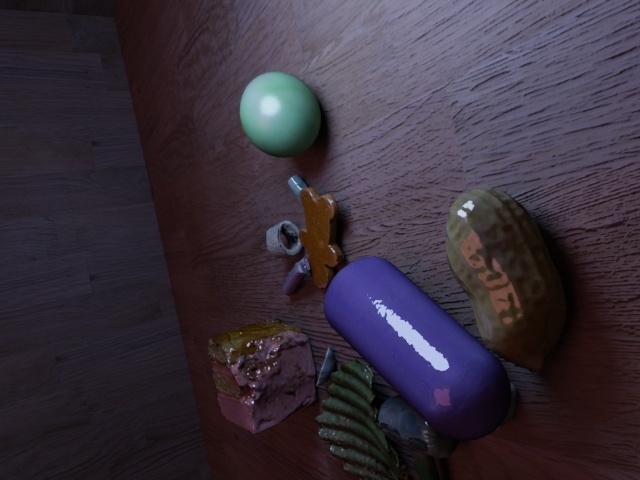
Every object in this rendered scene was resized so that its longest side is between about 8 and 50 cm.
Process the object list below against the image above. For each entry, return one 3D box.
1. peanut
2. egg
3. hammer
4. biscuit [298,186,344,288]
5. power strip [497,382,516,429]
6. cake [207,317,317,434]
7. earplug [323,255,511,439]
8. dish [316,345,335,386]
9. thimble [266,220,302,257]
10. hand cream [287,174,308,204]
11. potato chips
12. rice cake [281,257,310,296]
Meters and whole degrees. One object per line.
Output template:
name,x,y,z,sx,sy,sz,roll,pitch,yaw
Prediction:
peanut,0.325,0.069,0.844,0.174,0.158,0.340,-31,76,40
egg,-0.115,-0.354,1.337,0.269,0.220,0.220,54,141,36
hammer,0.264,0.544,1.153,0.206,0.119,0.335,-7,100,59
biscuit,0.003,0.000,1.421,0.205,0.049,0.324,29,129,50
power strip,0.266,0.294,1.099,0.385,0.062,0.091,21,118,53
cake,-0.202,0.463,1.666,0.293,0.314,0.306,-2,96,56
earplug,0.194,0.216,0.978,0.456,0.215,0.215,-139,47,-56
dish,0.024,0.407,1.530,0.091,0.039,0.137,-54,-18,-76
thimble,-0.118,-0.001,1.568,0.115,0.102,0.090,55,150,-10
hand cream,-0.037,-0.123,1.465,0.174,0.047,0.076,56,144,15
potato chips,0.111,0.546,1.388,0.389,0.097,0.373,-49,59,55
rice cake,-0.083,0.126,1.569,0.055,0.049,0.270,53,154,9
